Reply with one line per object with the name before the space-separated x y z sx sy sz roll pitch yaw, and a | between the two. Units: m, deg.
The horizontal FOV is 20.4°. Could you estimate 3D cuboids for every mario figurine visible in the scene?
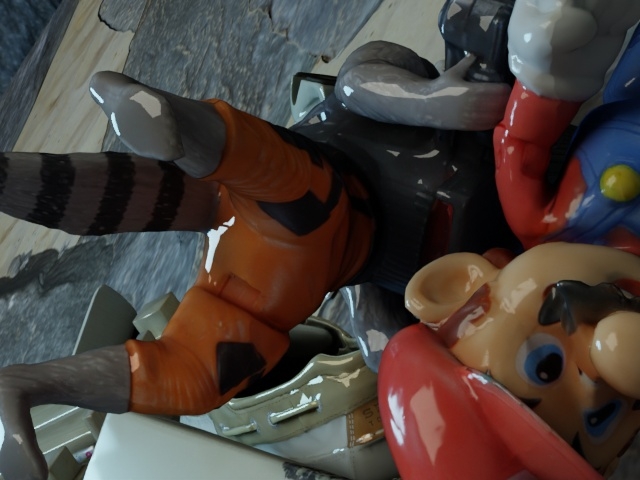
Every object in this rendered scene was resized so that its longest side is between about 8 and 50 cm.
mario figurine | 0.150 0.001 0.747 0.320 0.198 0.170 -55 -24 -19

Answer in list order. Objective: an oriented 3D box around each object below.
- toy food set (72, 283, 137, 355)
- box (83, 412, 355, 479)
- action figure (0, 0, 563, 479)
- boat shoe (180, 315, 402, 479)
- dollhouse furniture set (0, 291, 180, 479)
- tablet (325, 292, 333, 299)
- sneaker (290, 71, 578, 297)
toy food set | -0.297 0.190 1.758 0.306 0.092 0.219 -35 34 51
box | -0.007 0.164 0.919 0.275 0.113 0.094 11 81 47
action figure | 0.004 -0.055 0.835 0.178 0.330 0.341 30 119 33
boat shoe | -0.012 0.097 1.109 0.113 0.103 0.302 -32 14 -27
dollhouse furniture set | -0.245 0.247 1.522 0.303 0.174 0.355 -25 17 28
tablet | 0.009 0.011 1.363 0.054 0.006 0.083 -60 21 7
sneaker | 0.071 -0.019 1.121 0.330 0.122 0.146 -158 75 -66
